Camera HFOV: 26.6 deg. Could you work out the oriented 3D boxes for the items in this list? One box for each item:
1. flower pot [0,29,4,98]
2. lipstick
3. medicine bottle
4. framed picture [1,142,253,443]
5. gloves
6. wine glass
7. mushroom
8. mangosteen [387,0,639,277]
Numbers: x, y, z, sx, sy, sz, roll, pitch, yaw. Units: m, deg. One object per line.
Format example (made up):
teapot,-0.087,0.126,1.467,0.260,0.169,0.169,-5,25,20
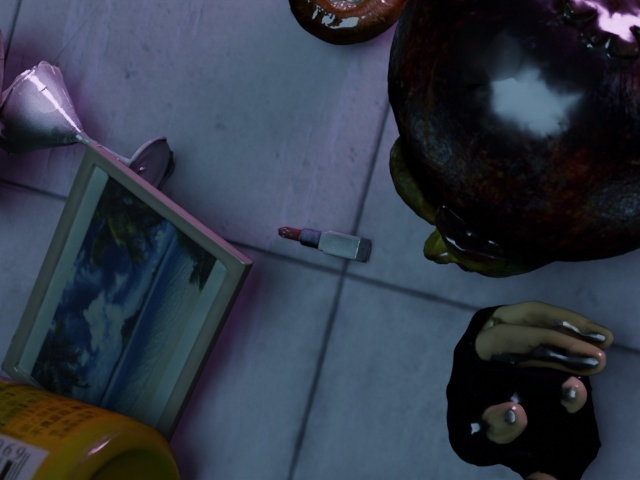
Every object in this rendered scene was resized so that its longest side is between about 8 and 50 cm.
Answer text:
flower pot,-0.449,-0.154,1.518,0.235,0.140,0.235,-41,42,53
lipstick,0.000,0.000,1.429,0.107,0.025,0.025,13,89,29
medicine bottle,-0.356,0.257,1.440,0.384,0.224,0.224,11,88,31
framed picture,-0.217,0.084,1.456,0.232,0.024,0.315,36,118,21
gloves,0.185,0.150,1.192,0.152,0.301,0.197,-8,81,2
wine glass,-0.260,-0.110,1.510,0.183,0.122,0.122,29,96,17
mushroom,0.040,-0.286,1.416,0.135,0.080,0.171,33,97,11
mangosteen,0.205,-0.125,1.221,0.330,0.330,0.330,-3,83,23
